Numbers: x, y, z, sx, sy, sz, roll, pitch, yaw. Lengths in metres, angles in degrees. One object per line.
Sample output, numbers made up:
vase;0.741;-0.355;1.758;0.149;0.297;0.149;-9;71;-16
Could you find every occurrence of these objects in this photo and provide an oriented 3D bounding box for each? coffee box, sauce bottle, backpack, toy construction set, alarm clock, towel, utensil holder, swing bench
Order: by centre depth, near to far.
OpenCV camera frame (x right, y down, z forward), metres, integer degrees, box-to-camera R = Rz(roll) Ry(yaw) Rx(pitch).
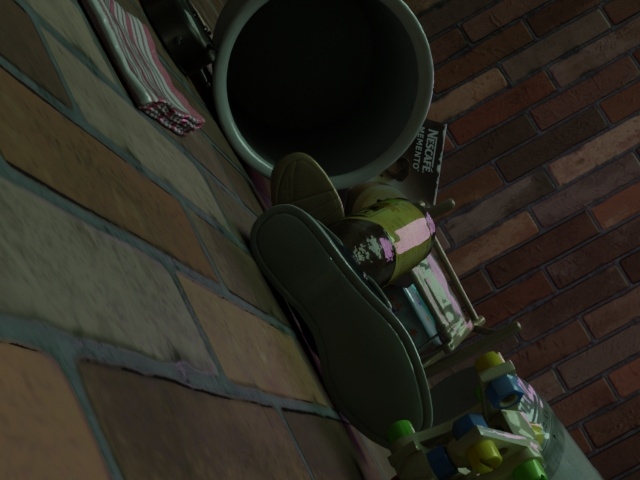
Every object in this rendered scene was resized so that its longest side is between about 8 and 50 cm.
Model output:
towel;-0.178;-0.182;1.051;0.144;0.029;0.197;60;4;5
toy construction set;0.191;0.261;1.103;0.327;0.215;0.151;42;17;-33
sauce bottle;0.056;0.016;1.397;0.111;0.111;0.344;61;24;3
alarm clock;-0.203;-0.313;1.477;0.192;0.064;0.129;59;3;30
utensil holder;-0.018;-0.282;1.710;0.327;0.327;0.385;59;2;-18
swing bench;0.146;0.099;1.750;0.253;0.254;0.165;62;-13;-7
coffee box;0.119;-0.082;1.931;0.119;0.168;0.297;128;-26;-70
backpack;0.149;0.114;2.079;0.225;0.191;0.253;59;9;-30

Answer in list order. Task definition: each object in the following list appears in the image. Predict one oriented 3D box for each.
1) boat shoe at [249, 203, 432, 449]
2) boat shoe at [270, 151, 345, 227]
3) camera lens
boat shoe;0.033;0.090;1.174;0.302;0.114;0.091;62;10;7
boat shoe;0.000;0.000;1.560;0.285;0.103;0.092;63;-2;-16
camera lens;0.272;0.342;1.529;0.274;0.219;0.219;51;7;-23
